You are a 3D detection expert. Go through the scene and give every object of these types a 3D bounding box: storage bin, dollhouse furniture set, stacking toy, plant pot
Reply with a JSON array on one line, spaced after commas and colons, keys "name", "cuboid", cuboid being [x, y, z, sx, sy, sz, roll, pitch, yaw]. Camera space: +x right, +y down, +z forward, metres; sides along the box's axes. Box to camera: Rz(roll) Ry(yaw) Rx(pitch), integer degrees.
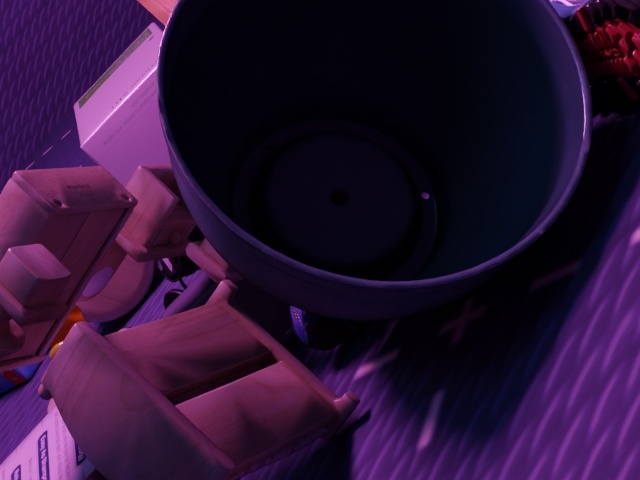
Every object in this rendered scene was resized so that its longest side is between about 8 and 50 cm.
[{"name": "storage bin", "cuboid": [-0.073, 0.070, 1.135, 0.135, 0.091, 0.098, -46, 19, 13]}, {"name": "dollhouse furniture set", "cuboid": [-0.106, 0.122, 0.953, 0.174, 0.355, 0.303, -55, -18, 21]}, {"name": "stacking toy", "cuboid": [-0.300, 0.006, 1.712, 0.141, 0.141, 0.330, -49, 15, 0]}, {"name": "plant pot", "cuboid": [0.025, -0.063, 0.944, 0.293, 0.293, 0.196, -58, -6, -25]}]

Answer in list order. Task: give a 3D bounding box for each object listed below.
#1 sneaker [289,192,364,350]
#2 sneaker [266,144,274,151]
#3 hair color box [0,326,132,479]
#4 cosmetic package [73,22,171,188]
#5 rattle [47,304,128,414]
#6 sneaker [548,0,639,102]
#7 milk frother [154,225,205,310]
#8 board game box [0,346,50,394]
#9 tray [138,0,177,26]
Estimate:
[{"name": "sneaker", "cuboid": [0.000, 0.000, 1.091, 0.087, 0.083, 0.221, -44, 34, 43]}, {"name": "sneaker", "cuboid": [-0.054, -0.117, 1.470, 0.281, 0.106, 0.162, -50, 25, 23]}, {"name": "hair color box", "cuboid": [-0.232, 0.257, 1.095, 0.347, 0.105, 0.174, -47, 23, 7]}, {"name": "cosmetic package", "cuboid": [-0.241, -0.186, 1.902, 0.197, 0.155, 0.365, -46, 18, 1]}, {"name": "rattle", "cuboid": [-0.286, 0.147, 1.395, 0.130, 0.143, 0.200, -12, 30, 31]}, {"name": "sneaker", "cuboid": [0.228, -0.165, 0.956, 0.125, 0.104, 0.262, -35, 20, -14]}, {"name": "milk frother", "cuboid": [-0.096, 0.014, 1.301, 0.134, 0.129, 0.143, -20, -27, -26]}, {"name": "board game box", "cuboid": [-0.458, 0.102, 1.931, 0.302, 0.086, 0.308, -29, 27, 46]}, {"name": "tray", "cuboid": [-0.100, -0.215, 1.347, 0.076, 0.203, 0.411, -48, 42, 4]}]
